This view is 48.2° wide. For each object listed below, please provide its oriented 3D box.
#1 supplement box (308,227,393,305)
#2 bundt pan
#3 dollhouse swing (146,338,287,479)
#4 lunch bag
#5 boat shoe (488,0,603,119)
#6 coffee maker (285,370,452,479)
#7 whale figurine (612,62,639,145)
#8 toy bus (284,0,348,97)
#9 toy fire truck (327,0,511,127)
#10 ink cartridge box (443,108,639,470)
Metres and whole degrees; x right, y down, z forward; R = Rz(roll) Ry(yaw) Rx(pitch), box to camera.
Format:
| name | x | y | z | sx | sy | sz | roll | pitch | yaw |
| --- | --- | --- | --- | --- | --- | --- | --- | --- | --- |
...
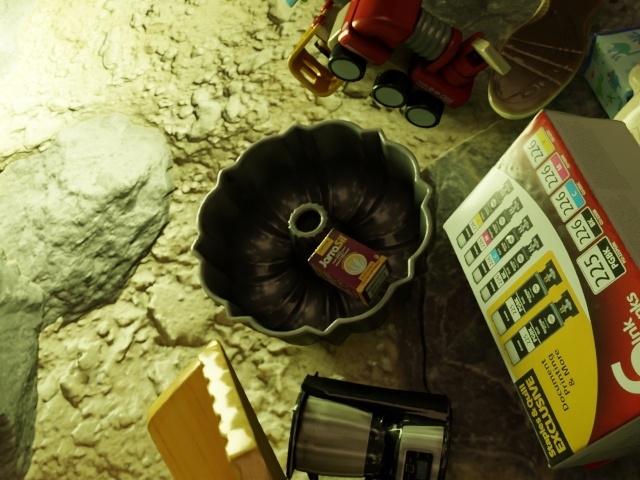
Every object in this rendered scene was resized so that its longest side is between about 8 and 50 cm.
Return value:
| name | x | y | z | sx | sy | sz | roll | pitch | yaw |
| --- | --- | --- | --- | --- | --- | --- | --- | --- | --- |
| supplement box | 0.037 | 0.031 | 0.859 | 0.083 | 0.043 | 0.055 | 29 | 74 | 29 |
| bundt pan | 0.000 | 0.000 | 0.986 | 0.331 | 0.124 | 0.330 | -8 | 61 | 14 |
| dollhouse swing | -0.156 | 0.332 | 0.680 | 0.305 | 0.315 | 0.347 | -25 | 20 | -8 |
| lunch bag | 0.466 | -0.234 | 0.995 | 0.151 | 0.096 | 0.128 | -9 | 56 | -4 |
| boat shoe | 0.335 | -0.284 | 1.058 | 0.109 | 0.098 | 0.302 | 26 | 70 | 14 |
| coffee maker | 0.062 | 0.215 | 0.839 | 0.178 | 0.120 | 0.171 | 8 | 35 | 7 |
| whale figurine | 0.432 | -0.115 | 0.879 | 0.141 | 0.272 | 0.216 | -3 | 77 | -31 |
| toy bus | 0.011 | -0.311 | 1.162 | 0.104 | 0.202 | 0.190 | -42 | 61 | 28 |
| toy fire truck | 0.150 | -0.268 | 0.984 | 0.246 | 0.217 | 0.158 | -25 | 42 | 58 |
| ink cartridge box | 0.267 | 0.068 | 0.771 | 0.130 | 0.271 | 0.309 | 1 | 53 | -28 |
